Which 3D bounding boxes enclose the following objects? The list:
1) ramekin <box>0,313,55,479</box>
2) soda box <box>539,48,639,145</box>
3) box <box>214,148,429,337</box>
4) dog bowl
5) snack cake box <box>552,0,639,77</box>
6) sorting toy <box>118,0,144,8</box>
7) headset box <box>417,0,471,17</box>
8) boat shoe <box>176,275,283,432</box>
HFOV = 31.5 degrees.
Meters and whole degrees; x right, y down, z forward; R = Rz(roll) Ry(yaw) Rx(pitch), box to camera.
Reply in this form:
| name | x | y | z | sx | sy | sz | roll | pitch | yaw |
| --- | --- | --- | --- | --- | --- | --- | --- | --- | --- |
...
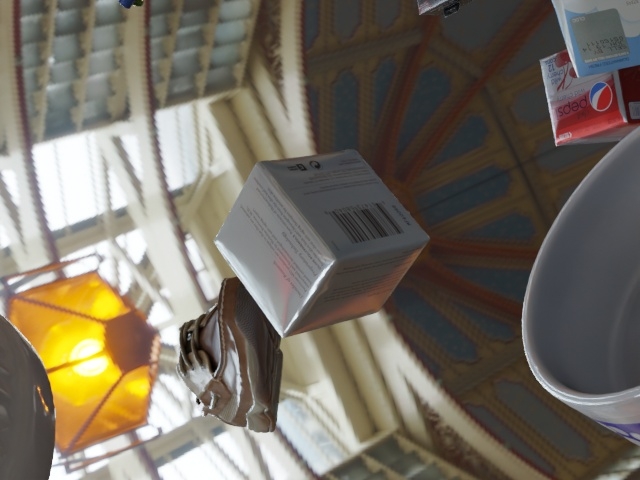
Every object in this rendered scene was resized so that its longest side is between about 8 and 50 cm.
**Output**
| name | x | y | z | sx | sy | sz | roll | pitch | yaw |
| --- | --- | --- | --- | --- | --- | --- | --- | --- | --- |
| ramekin | -0.221 | 0.088 | 0.454 | 0.109 | 0.207 | 0.207 | 52 | -134 | -44 |
| soda box | 0.332 | -0.142 | 1.051 | 0.263 | 0.092 | 0.083 | -7 | -95 | -33 |
| box | 0.000 | 0.000 | 0.823 | 0.101 | 0.087 | 0.102 | -12 | -126 | -44 |
| dog bowl | 0.277 | 0.025 | 0.837 | 0.104 | 0.265 | 0.264 | 32 | -123 | -21 |
| snack cake box | 0.241 | -0.210 | 0.703 | 0.089 | 0.152 | 0.264 | 65 | -146 | -25 |
| sorting toy | -0.232 | -0.306 | 1.330 | 0.061 | 0.042 | 0.102 | 47 | -160 | 18 |
| headset box | 0.111 | -0.239 | 1.000 | 0.032 | 0.062 | 0.083 | -7 | -93 | -30 |
| boat shoe | -0.104 | 0.133 | 1.249 | 0.117 | 0.324 | 0.123 | 7 | -120 | 2 |
